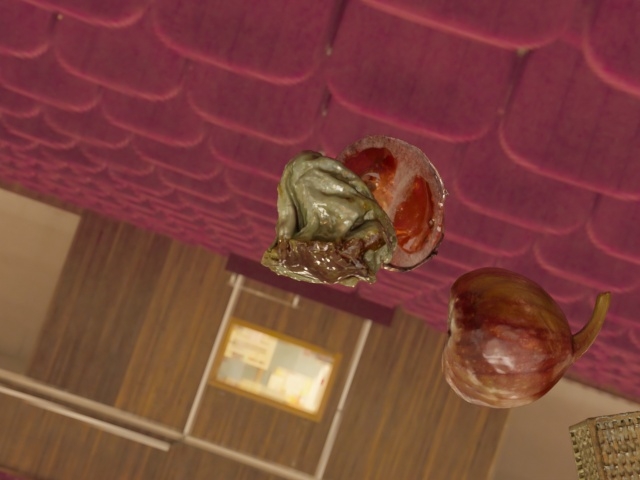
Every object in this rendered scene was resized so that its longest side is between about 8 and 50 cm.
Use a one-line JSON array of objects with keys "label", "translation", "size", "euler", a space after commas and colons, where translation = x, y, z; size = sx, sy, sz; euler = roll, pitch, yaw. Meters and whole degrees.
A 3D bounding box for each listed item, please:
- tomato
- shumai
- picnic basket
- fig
[{"label": "tomato", "translation": [0.086, -0.059, 1.623], "size": [0.228, 0.199, 0.112], "euler": [39, 159, -23]}, {"label": "shumai", "translation": [-0.002, 0.002, 1.238], "size": [0.184, 0.142, 0.184], "euler": [31, 153, 18]}, {"label": "picnic basket", "translation": [0.455, 0.343, 1.460], "size": [0.154, 0.196, 0.134], "euler": [-7, 163, -2]}, {"label": "fig", "translation": [0.255, 0.126, 1.278], "size": [0.207, 0.175, 0.175], "euler": [11, 178, -3]}]
